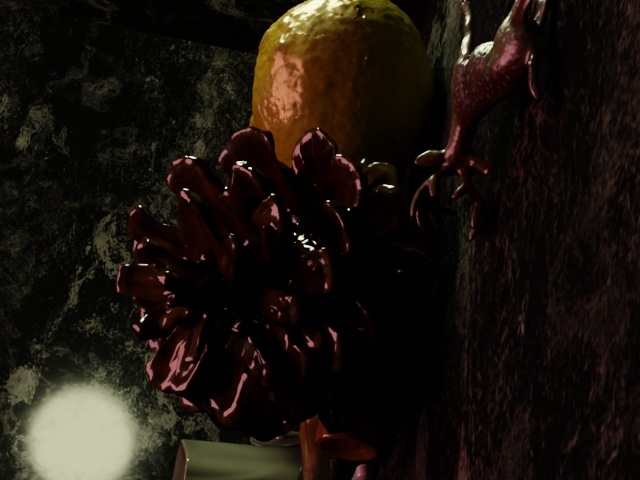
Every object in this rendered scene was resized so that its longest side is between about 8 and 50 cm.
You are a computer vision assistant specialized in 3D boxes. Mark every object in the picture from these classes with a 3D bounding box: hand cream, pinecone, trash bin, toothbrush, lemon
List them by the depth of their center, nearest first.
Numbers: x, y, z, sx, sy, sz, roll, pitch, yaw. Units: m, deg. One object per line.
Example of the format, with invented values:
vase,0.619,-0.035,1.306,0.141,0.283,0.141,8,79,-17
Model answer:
pinecone,-0.063,0.043,1.476,0.398,0.398,0.397,-170,90,-84
hand cream,0.065,0.141,1.667,0.139,0.089,0.314,104,180,-57
lemon,0.031,-0.201,1.710,0.268,0.268,0.321,126,154,-76
toothbrush,0.027,0.410,1.766,0.342,0.030,0.025,111,163,-51
trash bin,-0.138,0.461,2.172,0.219,0.250,0.219,-160,81,-79

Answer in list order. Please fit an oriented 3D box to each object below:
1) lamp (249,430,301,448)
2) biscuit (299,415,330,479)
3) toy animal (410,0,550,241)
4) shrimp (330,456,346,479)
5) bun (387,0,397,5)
lamp,-0.078,0.364,2.338,0.121,0.121,0.214,-141,46,-83
biscuit,-0.007,0.339,1.716,0.164,0.047,0.207,139,132,-83
toy animal,0.162,-0.146,1.224,0.243,0.087,0.260,115,168,-72
shrimp,0.016,0.316,1.910,0.267,0.061,0.145,-98,10,-65
bun,0.066,-0.462,2.249,0.299,0.165,0.298,176,90,-89
